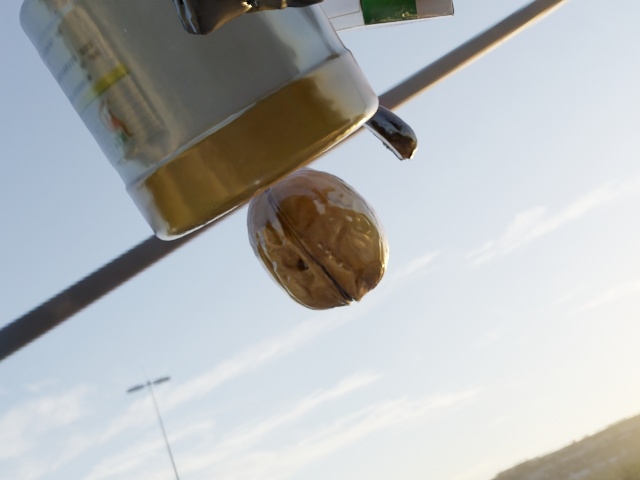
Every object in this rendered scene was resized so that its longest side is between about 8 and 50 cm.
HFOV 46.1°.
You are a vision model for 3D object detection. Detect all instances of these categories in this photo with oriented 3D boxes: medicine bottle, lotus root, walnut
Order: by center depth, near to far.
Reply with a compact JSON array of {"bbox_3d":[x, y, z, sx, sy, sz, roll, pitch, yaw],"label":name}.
[{"bbox_3d":[-0.104,-0.155,0.675,0.238,0.231,0.238,-31,9,6],"label":"medicine bottle"},{"bbox_3d":[0.000,0.000,0.867,0.144,0.180,0.144,-33,11,7],"label":"walnut"},{"bbox_3d":[0.085,-0.134,0.903,0.037,0.083,0.030,-44,-16,-4],"label":"lotus root"}]

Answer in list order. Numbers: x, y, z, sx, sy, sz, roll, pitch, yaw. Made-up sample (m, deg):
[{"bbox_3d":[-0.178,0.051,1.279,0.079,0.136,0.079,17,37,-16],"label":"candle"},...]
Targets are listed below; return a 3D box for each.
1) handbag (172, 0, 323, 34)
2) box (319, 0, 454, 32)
[{"bbox_3d":[0.029,-0.271,0.422,0.343,0.152,0.287,-9,-58,-15],"label":"handbag"},{"bbox_3d":[0.081,-0.350,1.104,0.199,0.081,0.135,-17,15,-39],"label":"box"}]
